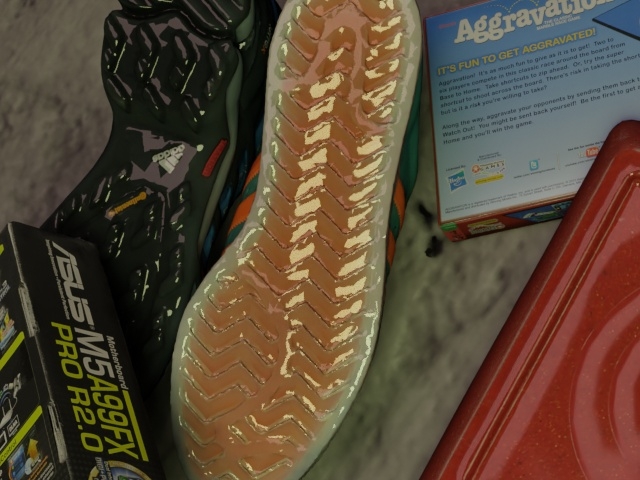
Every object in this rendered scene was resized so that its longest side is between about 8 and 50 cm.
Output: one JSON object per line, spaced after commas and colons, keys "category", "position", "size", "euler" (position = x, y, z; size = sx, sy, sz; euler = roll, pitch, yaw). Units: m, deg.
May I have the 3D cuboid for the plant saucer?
{"category": "plant saucer", "position": [0.191, 0.084, 0.717], "size": [0.259, 0.048, 0.258], "euler": [26, 83, 30]}

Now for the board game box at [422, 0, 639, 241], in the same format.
{"category": "board game box", "position": [0.196, -0.096, 0.833], "size": [0.281, 0.027, 0.145], "euler": [-13, 62, 21]}

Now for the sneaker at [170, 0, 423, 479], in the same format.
{"category": "sneaker", "position": [0.000, 0.000, 0.848], "size": [0.108, 0.121, 0.302], "euler": [17, 92, 10]}

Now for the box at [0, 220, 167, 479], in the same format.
{"category": "box", "position": [-0.188, 0.159, 0.797], "size": [0.270, 0.060, 0.216], "euler": [-50, 41, 26]}

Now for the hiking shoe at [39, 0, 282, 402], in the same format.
{"category": "hiking shoe", "position": [-0.088, -0.020, 0.892], "size": [0.113, 0.132, 0.304], "euler": [25, 101, 19]}
